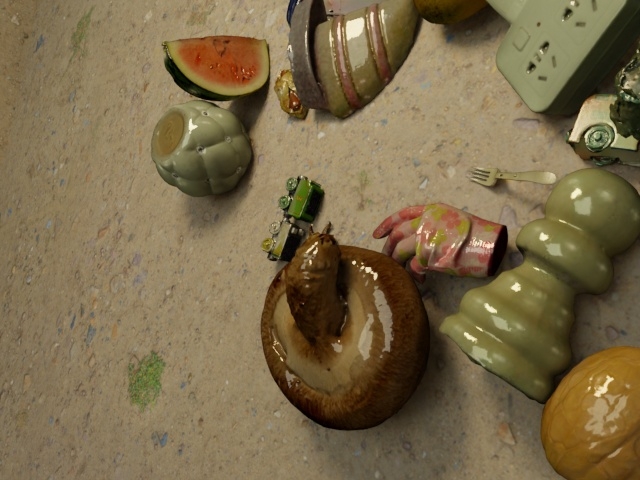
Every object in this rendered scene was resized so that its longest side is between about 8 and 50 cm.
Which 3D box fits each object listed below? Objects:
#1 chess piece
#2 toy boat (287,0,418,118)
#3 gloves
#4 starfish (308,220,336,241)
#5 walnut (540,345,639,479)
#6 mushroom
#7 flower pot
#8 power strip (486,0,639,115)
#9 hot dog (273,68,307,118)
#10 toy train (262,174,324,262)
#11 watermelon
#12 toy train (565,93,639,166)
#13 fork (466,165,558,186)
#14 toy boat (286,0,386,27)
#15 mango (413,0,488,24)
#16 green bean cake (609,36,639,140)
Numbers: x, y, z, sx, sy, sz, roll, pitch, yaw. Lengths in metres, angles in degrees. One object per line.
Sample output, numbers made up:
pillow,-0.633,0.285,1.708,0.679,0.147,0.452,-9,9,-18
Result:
chess piece,0.337,0.050,0.817,0.182,0.182,0.330,36,94,41
toy boat,0.052,-0.409,1.234,0.294,0.111,0.276,13,95,30
gloves,0.190,-0.004,0.969,0.241,0.126,0.145,12,71,30
starfish,0.000,0.000,1.195,0.078,0.028,0.091,27,91,36
walnut,0.377,0.228,0.723,0.159,0.159,0.206,41,103,40
mushroom,0.039,0.162,0.989,0.345,0.239,0.345,-179,90,-71
flower pot,-0.299,-0.229,1.405,0.246,0.195,0.246,-13,68,35
power strip,0.394,-0.365,0.920,0.229,0.141,0.261,-63,39,45
hot dog,-0.076,-0.366,1.356,0.078,0.061,0.168,-37,55,23
toy train,-0.061,-0.044,1.239,0.081,0.060,0.202,22,92,36
watermelon,-0.256,-0.413,1.427,0.128,0.303,0.159,-23,88,51
toy train,0.463,-0.159,0.836,0.188,0.072,0.099,20,89,41
fork,0.313,-0.105,0.923,0.034,0.028,0.219,-60,19,-2
toy boat,0.052,-0.580,1.322,0.318,0.072,0.219,-7,75,35
mango,0.271,-0.597,1.051,0.264,0.221,0.377,11,93,36
green bean cake,0.524,-0.213,0.705,0.255,0.132,0.241,25,77,23
